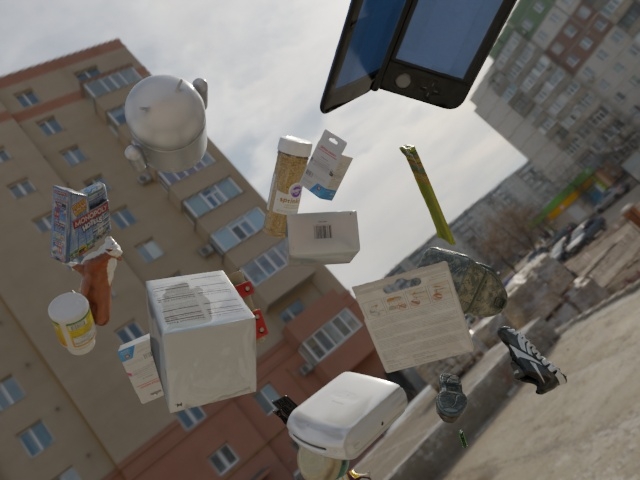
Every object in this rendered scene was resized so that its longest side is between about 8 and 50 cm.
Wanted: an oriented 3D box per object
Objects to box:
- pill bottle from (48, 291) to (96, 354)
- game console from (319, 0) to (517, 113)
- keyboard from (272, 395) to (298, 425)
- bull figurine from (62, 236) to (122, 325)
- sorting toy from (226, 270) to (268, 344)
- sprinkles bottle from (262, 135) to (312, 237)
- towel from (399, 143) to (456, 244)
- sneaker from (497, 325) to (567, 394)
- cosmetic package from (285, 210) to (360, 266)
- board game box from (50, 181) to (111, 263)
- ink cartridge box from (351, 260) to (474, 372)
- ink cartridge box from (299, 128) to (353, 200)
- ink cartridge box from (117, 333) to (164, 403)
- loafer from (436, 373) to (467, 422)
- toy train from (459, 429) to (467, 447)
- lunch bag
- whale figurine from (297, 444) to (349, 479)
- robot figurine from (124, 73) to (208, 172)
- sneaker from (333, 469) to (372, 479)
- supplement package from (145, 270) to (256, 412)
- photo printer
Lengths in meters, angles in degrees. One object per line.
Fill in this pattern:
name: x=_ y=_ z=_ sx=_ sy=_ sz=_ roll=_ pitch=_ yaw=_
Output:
pill bottle: x=-0.784 y=0.273 z=1.697 sx=0.117 sy=0.117 sz=0.208 roll=-32 pitch=-33 yaw=-34
game console: x=0.159 y=-0.314 z=0.796 sx=0.293 sy=0.250 sz=0.173 roll=111 pitch=171 yaw=-45
keyboard: x=-0.100 y=0.649 z=1.935 sx=0.100 sy=0.192 sz=0.038 roll=-33 pitch=18 yaw=27
bull figurine: x=-0.777 y=0.136 z=1.808 sx=0.101 sy=0.188 sz=0.310 roll=-14 pitch=-69 yaw=-80
sorting toy: x=-0.309 y=0.251 z=1.728 sx=0.255 sy=0.257 sz=0.089 roll=-19 pitch=1 yaw=-40
sprinkles bottle: x=-0.122 y=-0.192 z=1.922 sx=0.121 sy=0.121 sz=0.355 roll=-17 pitch=-56 yaw=-58
towel: x=0.237 y=-0.103 z=1.184 sx=0.021 sy=0.237 sz=0.102 roll=-25 pitch=11 yaw=5
sneaker: x=0.586 y=0.349 z=1.540 sx=0.106 sy=0.234 sz=0.078 roll=-35 pitch=-35 yaw=-10
cosmetic package: x=0.000 y=0.000 z=1.758 sx=0.224 sy=0.138 sz=0.225 roll=-3 pitch=-11 yaw=-6
board game box: x=-0.631 y=-0.071 z=1.405 sx=0.194 sy=0.060 sz=0.194 roll=-48 pitch=-28 yaw=-52
ink cartridge box: x=0.176 y=0.139 z=1.007 sx=0.181 sy=0.225 sz=0.056 roll=-17 pitch=27 yaw=12
ink cartridge box: x=0.023 y=-0.219 z=1.552 sx=0.060 sy=0.104 sz=0.180 roll=5 pitch=-63 yaw=-50
ink cartridge box: x=-0.525 y=0.386 z=1.607 sx=0.104 sy=0.181 sz=0.061 roll=-21 pitch=12 yaw=-10
loafer: x=0.416 y=0.520 z=1.701 sx=0.267 sy=0.096 sz=0.084 roll=-41 pitch=-44 yaw=-72
toy train: x=0.474 y=0.659 z=1.767 sx=0.017 sy=0.083 sz=0.024 roll=-13 pitch=34 yaw=14
lunch bag: x=0.534 y=0.175 z=2.042 sx=0.212 sy=0.256 sz=0.305 roll=-62 pitch=25 yaw=-5
whale figurine: x=0.020 y=0.673 z=1.781 sx=0.216 sy=0.272 sz=0.141 roll=-21 pitch=-32 yaw=39
robot figurine: x=-0.408 y=-0.309 z=1.429 sx=0.300 sy=0.200 sz=0.353 roll=-55 pitch=1 yaw=-16
sneaker: x=0.079 y=0.744 z=1.616 sx=0.185 sy=0.069 sz=0.084 roll=-17 pitch=28 yaw=35
supplement package: x=-0.283 y=0.221 z=1.239 sx=0.198 sy=0.262 sz=0.199 roll=-8 pitch=-67 yaw=-24
photo printer: x=0.070 y=0.518 z=1.577 sx=0.256 sy=0.107 sz=0.307 roll=1 pitch=20 yaw=46
